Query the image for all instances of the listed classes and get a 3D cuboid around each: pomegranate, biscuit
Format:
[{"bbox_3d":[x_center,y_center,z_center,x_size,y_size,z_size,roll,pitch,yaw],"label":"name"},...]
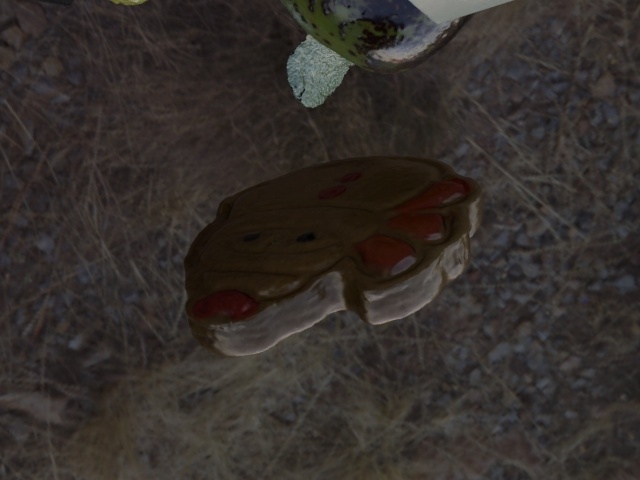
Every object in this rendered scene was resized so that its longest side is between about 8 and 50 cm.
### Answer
[{"bbox_3d":[0.069,-0.367,1.168,0.285,0.285,0.341,-45,165,5],"label":"pomegranate"},{"bbox_3d":[0.000,0.000,1.048,0.381,0.359,0.074,-41,123,-47],"label":"biscuit"}]

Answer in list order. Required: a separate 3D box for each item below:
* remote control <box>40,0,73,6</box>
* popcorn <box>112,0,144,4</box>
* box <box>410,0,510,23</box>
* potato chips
[{"bbox_3d":[-0.528,-0.465,1.713,0.025,0.245,0.063,-34,90,16],"label":"remote control"},{"bbox_3d":[-0.297,-0.453,1.450,0.142,0.173,0.173,-5,124,-32],"label":"popcorn"},{"bbox_3d":[0.122,-0.278,0.564,0.164,0.256,0.069,-10,162,33],"label":"box"},{"bbox_3d":[0.022,-0.321,1.674,0.167,0.059,0.228,-5,154,-33],"label":"potato chips"}]
